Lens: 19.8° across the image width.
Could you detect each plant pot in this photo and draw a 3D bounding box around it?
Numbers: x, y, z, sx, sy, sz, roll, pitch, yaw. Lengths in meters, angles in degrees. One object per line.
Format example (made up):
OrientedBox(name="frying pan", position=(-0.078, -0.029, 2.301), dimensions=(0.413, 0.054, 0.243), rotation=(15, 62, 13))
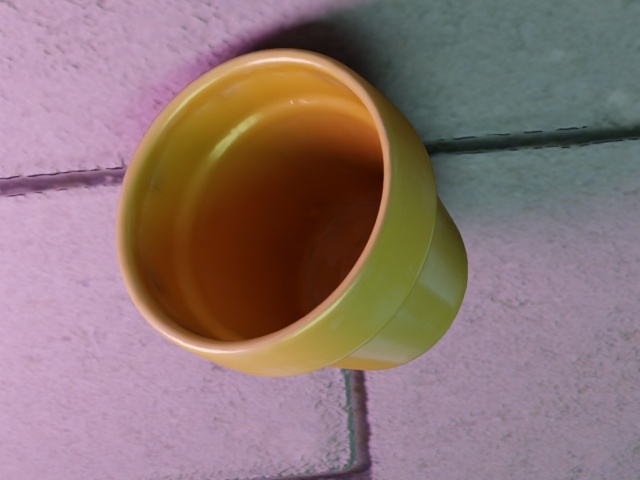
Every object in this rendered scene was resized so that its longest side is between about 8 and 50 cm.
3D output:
OrientedBox(name="plant pot", position=(0.000, 0.000, 1.512), dimensions=(0.254, 0.254, 0.239), rotation=(-24, 153, 21))
